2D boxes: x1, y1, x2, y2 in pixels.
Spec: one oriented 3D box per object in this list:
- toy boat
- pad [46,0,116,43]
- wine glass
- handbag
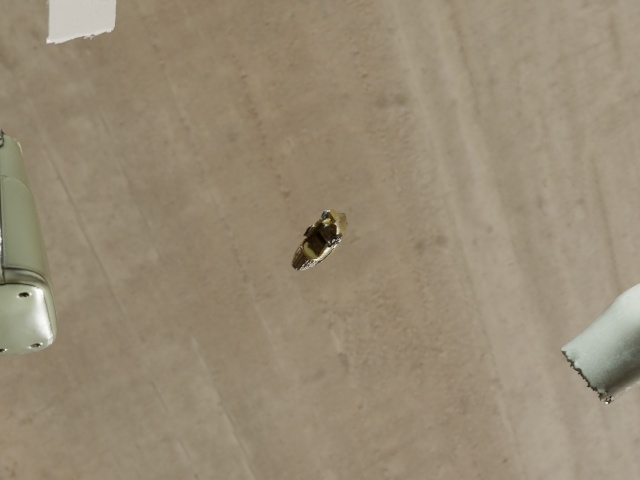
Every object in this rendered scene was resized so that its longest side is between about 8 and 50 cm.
[{"bbox_3d":[0.000,0.000,1.362,0.047,0.049,0.149,55,-35,15],"label":"toy boat"},{"bbox_3d":[-0.193,-0.282,0.773,0.156,0.004,0.232,-64,161,-72],"label":"pad"},{"bbox_3d":[0.376,0.087,1.024,0.103,0.222,0.103,53,5,-7],"label":"wine glass"},{"bbox_3d":[-0.440,-0.014,1.301,0.241,0.109,0.315,106,-29,-53],"label":"handbag"}]
